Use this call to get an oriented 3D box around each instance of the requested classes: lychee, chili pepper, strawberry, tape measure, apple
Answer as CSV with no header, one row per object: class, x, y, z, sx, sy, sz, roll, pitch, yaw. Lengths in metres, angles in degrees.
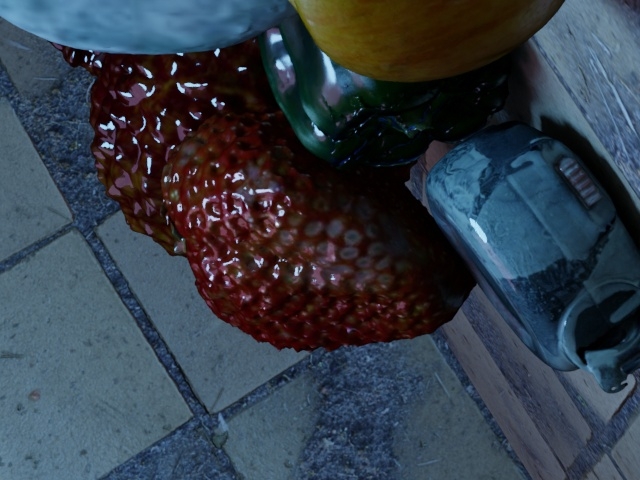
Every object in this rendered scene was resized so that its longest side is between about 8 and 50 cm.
lychee,-0.115,-0.176,2.328,0.424,0.500,0.424,13,-90,-88
chili pepper,0.057,-0.210,1.837,0.256,0.233,0.248,65,160,10
strawberry,0.000,0.000,1.990,0.351,0.267,0.312,27,-179,29
tape measure,0.228,0.008,1.822,0.275,0.147,0.256,56,178,-4
apple,0.062,-0.254,1.354,0.286,0.233,0.286,58,176,6

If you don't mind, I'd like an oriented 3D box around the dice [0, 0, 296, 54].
dice,-0.157,-0.389,1.616,0.328,0.330,0.348,88,-177,-59
